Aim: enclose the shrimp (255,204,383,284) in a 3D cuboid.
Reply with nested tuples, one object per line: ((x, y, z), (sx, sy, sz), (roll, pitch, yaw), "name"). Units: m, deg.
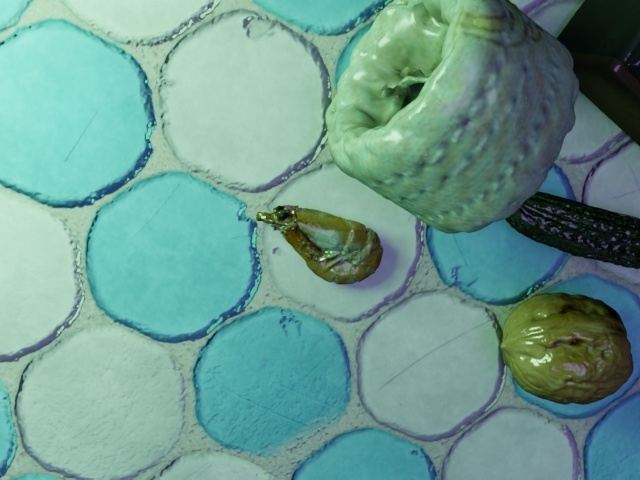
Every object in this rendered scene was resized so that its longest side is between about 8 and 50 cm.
((0.000, 0.000, 1.233), (0.184, 0.043, 0.091), (28, 99, -18), "shrimp")

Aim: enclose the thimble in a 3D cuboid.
((0.155, -0.169, 1.110), (0.195, 0.291, 0.291), (30, 94, -24), "thimble")

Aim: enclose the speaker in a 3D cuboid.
((0.446, -0.221, 1.213), (0.231, 0.192, 0.153), (35, 92, -22), "speaker")

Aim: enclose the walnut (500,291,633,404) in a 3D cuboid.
((0.334, 0.149, 1.291), (0.184, 0.155, 0.155), (7, 101, -15), "walnut")

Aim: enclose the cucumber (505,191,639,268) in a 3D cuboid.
((0.364, -0.013, 1.303), (0.265, 0.077, 0.077), (12, 100, -13), "cucumber")
